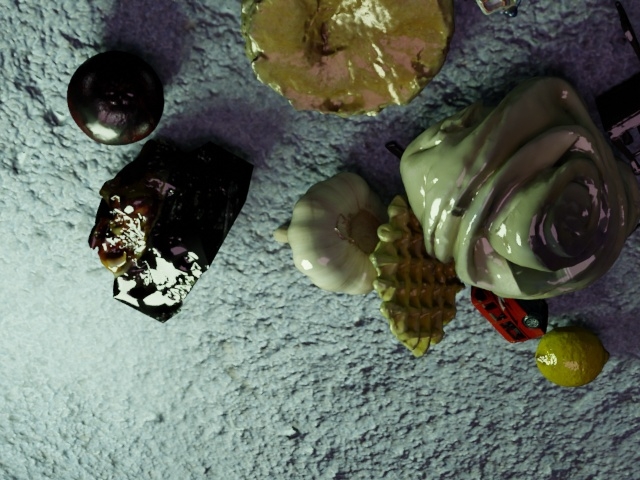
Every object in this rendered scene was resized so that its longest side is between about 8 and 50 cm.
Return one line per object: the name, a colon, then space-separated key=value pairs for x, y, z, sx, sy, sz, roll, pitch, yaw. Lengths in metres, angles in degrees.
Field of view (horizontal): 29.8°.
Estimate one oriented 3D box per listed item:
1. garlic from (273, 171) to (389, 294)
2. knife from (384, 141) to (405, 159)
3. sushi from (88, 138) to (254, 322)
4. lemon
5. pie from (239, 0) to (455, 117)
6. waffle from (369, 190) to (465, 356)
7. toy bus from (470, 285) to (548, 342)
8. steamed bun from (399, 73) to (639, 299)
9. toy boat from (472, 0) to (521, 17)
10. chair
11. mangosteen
garlic: x=0.000 y=0.000 z=1.965 sx=0.226 sy=0.199 sz=0.199 roll=-8 pitch=131 yaw=47
knife: x=0.173 y=-0.111 z=1.949 sx=0.170 sy=0.010 sz=0.023 roll=34 pitch=128 yaw=-21
sushi: x=-0.262 y=-0.034 z=1.949 sx=0.212 sy=0.215 sz=0.227 roll=30 pitch=145 yaw=-10
lemon: x=0.438 y=0.203 z=2.096 sx=0.133 sy=0.109 sz=0.109 roll=1 pitch=127 yaw=-3
pie: x=0.038 y=-0.323 z=1.758 sx=0.339 sy=0.083 sz=0.339 roll=2 pitch=125 yaw=2
waffle: x=0.158 y=0.045 z=1.935 sx=0.056 sy=0.250 sz=0.261 roll=5 pitch=134 yaw=34
toy bus: x=0.308 y=0.087 z=2.044 sx=0.089 sy=0.081 sz=0.195 roll=-26 pitch=122 yaw=34
steamed bun: x=0.326 y=-0.058 z=1.803 sx=0.394 sy=0.237 sz=0.347 roll=6 pitch=121 yaw=-11
toy boat: x=0.213 y=-0.403 z=1.660 sx=0.114 sy=0.115 sz=0.262 roll=-23 pitch=121 yaw=21
chair: x=0.452 y=-0.227 z=1.775 sx=0.113 sy=0.106 sz=0.229 roll=-31 pitch=117 yaw=21
mangosteen: x=-0.314 y=-0.215 z=1.847 sx=0.152 sy=0.152 sz=0.152 roll=3 pitch=127 yaw=4
